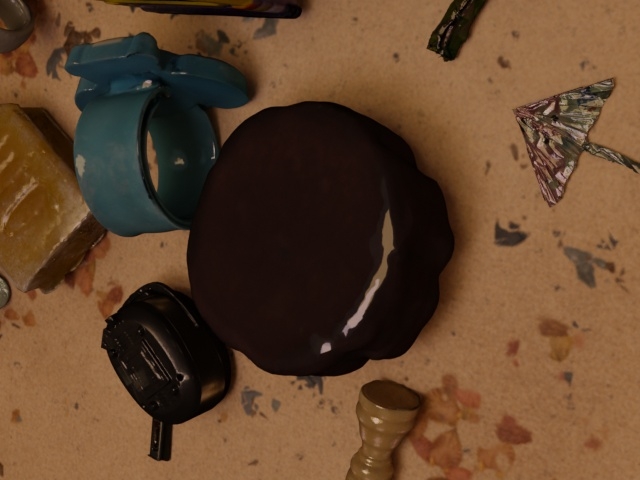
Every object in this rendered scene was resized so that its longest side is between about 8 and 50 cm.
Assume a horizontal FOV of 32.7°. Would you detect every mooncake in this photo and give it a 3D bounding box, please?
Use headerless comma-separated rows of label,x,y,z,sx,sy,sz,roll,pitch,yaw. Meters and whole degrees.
mooncake,0.000,0.000,1.128,0.283,0.141,0.283,-3,85,32

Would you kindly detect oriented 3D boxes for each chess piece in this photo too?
chess piece,0.063,0.218,1.164,0.066,0.066,0.122,20,111,27

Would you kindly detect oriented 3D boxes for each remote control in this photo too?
remote control,-0.198,0.227,1.342,0.034,0.016,0.091,11,101,34

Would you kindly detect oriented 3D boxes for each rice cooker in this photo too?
rice cooker,-0.179,0.132,1.270,0.112,0.106,0.165,-40,86,32

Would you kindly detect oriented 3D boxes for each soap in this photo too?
soap,-0.382,-0.077,1.366,0.160,0.080,0.257,-47,74,13

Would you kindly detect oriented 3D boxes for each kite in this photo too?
kite,0.250,-0.092,1.047,0.157,0.011,0.139,29,113,26

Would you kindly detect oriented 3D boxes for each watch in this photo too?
watch,-0.192,-0.105,1.199,0.211,0.211,0.193,-7,74,31

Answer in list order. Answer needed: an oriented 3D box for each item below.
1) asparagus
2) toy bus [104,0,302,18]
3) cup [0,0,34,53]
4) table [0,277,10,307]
asparagus,0.158,-0.250,1.069,0.036,0.030,0.165,47,116,27
toy bus,-0.142,-0.454,1.093,0.209,0.249,0.439,9,101,29
cup,-0.464,-0.354,1.294,0.227,0.257,0.301,-33,81,31
table,-0.520,0.029,1.436,0.166,0.166,0.198,-24,92,30
